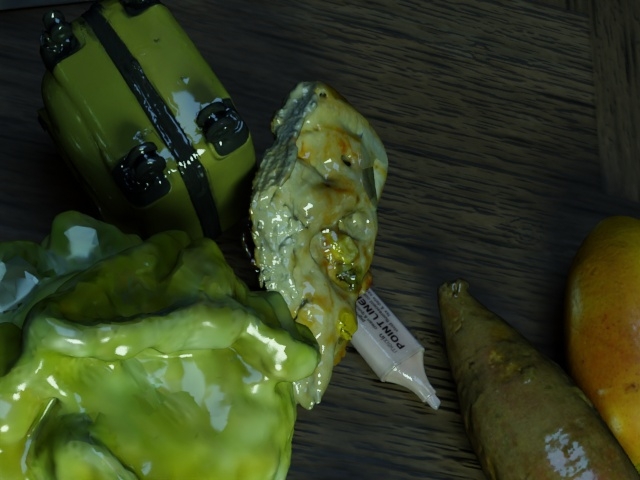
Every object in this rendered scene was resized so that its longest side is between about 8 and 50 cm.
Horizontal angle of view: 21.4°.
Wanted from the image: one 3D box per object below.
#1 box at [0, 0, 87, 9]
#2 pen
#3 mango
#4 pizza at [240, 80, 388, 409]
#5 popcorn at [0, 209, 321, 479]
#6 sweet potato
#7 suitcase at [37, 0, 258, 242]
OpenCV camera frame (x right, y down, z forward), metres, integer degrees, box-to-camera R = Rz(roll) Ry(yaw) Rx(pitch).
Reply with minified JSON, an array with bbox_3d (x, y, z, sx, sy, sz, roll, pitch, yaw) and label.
[{"bbox_3d":[-0.325,-0.355,1.658,0.194,0.111,0.260,-10,61,-29],"label":"box"},{"bbox_3d":[0.046,0.080,1.570,0.053,0.032,0.197,-30,71,-35],"label":"pen"},{"bbox_3d":[0.306,0.089,1.605,0.187,0.138,0.257,-1,64,-38],"label":"mango"},{"bbox_3d":[-0.001,0.000,1.497,0.071,0.189,0.297,-2,55,26],"label":"pizza"},{"bbox_3d":[-0.161,0.122,1.286,0.312,0.312,0.312,11,55,-16],"label":"popcorn"},{"bbox_3d":[0.191,0.174,1.507,0.131,0.131,0.337,-23,69,-33],"label":"sweet potato"},{"bbox_3d":[-0.157,-0.097,1.486,0.143,0.235,0.194,-32,72,-9],"label":"suitcase"}]
